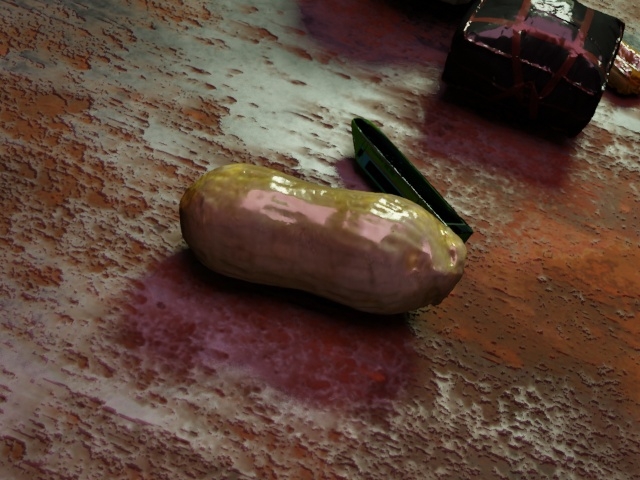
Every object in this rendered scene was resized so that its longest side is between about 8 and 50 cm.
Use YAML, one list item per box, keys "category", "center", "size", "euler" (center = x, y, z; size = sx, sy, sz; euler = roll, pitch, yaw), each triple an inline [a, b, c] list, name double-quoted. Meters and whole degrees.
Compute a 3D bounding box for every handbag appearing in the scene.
- category: "handbag"
  center: [0.282, -0.246, 1.342]
  size: [0.215, 0.155, 0.169]
  euler: [22, 56, 2]

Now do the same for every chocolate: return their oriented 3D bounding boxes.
- category: "chocolate"
  center: [0.000, 0.000, 1.084]
  size: [0.309, 0.134, 0.134]
  euler: [12, 48, 1]

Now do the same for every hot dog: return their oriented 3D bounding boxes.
- category: "hot dog"
  center: [0.411, -0.272, 1.469]
  size: [0.071, 0.045, 0.165]
  euler: [-25, 60, -33]

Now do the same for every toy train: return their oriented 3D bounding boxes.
- category: "toy train"
  center: [0.096, -0.066, 1.217]
  size: [0.044, 0.042, 0.209]
  euler: [-4, 46, -47]

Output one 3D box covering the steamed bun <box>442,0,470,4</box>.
- category: "steamed bun"
  center: [0.187, -0.471, 1.480]
  size: [0.310, 0.219, 0.324]
  euler: [21, 22, -15]
